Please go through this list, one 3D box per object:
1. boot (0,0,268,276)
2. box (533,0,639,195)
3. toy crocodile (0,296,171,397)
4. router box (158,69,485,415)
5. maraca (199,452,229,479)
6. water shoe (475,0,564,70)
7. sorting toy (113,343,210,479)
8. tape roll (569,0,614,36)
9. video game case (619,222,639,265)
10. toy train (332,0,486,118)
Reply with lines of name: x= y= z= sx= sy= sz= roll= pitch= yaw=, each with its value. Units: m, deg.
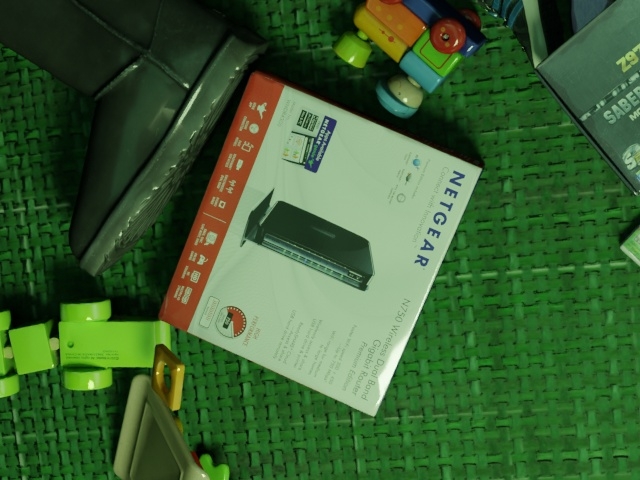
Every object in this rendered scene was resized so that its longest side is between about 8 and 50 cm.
boot: x=-0.344 y=-0.225 z=1.479 sx=0.445 sy=0.146 sz=0.367 roll=35 pitch=94 yaw=2
box: x=0.378 y=-0.190 z=1.300 sx=0.232 sy=0.059 sz=0.183 roll=-39 pitch=88 yaw=13
toy crocodile: x=-0.359 y=0.135 z=1.562 sx=0.340 sy=0.105 sz=0.115 roll=-5 pitch=96 yaw=7
router box: x=0.000 y=0.000 z=1.476 sx=0.301 sy=0.082 sz=0.335 roll=23 pitch=101 yaw=7
maraca: x=-0.137 y=0.370 z=1.545 sx=0.127 sy=0.099 sz=0.186 roll=-29 pitch=71 yaw=30
water shoe: x=0.227 y=-0.285 z=1.413 sx=0.080 sy=0.073 sz=0.203 roll=-15 pitch=89 yaw=33
sorting toy: x=-0.192 y=0.289 z=1.501 sx=0.196 sy=0.047 sz=0.348 roll=49 pitch=133 yaw=42
tape roll: x=0.423 y=-0.268 z=1.357 sx=0.274 sy=0.090 sz=0.275 roll=1 pitch=97 yaw=11
video game case: x=0.498 y=0.008 z=1.412 sx=0.212 sy=0.023 sz=0.193 roll=42 pitch=103 yaw=3
toy train: x=0.063 y=-0.271 z=1.428 sx=0.248 sy=0.105 sz=0.143 roll=42 pitch=116 yaw=3
